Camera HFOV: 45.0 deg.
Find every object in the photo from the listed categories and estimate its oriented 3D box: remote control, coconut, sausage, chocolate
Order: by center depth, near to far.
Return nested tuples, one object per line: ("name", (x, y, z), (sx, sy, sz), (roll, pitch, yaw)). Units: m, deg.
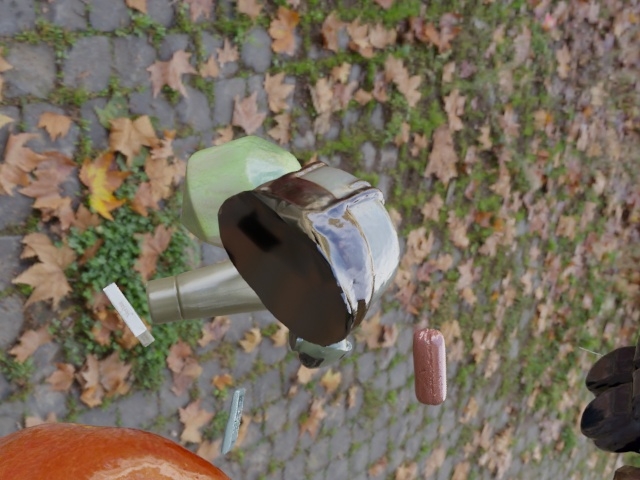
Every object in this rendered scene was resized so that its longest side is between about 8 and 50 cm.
("chocolate", (0.000, 0.000, 1.162), (0.186, 0.283, 0.283), (-41, 131, -27))
("sausage", (0.207, 0.239, 1.463), (0.062, 0.062, 0.154), (-25, 118, -42))
("coconut", (-0.198, -0.102, 1.880), (0.328, 0.328, 0.281), (-24, 98, -43))
("remote control", (-0.221, 0.454, 1.945), (0.061, 0.029, 0.162), (32, 68, -80))

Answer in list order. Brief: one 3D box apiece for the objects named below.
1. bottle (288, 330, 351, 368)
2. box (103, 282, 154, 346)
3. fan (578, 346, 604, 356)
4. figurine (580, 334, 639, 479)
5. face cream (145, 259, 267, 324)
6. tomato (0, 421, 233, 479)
("bottle", (-0.006, 0.171, 2.038), (0.168, 0.168, 0.347), (45, 33, -48))
("box", (-0.304, 0.122, 1.236), (0.024, 0.090, 0.167), (-35, 174, -14))
("fan", (0.639, 0.252, 1.423), (0.191, 0.329, 0.009), (-5, 114, -76))
("figurine", (0.365, 0.213, 0.594), (0.332, 0.204, 0.185), (57, 33, -8))
("face cream", (-0.147, 0.084, 1.433), (0.341, 0.084, 0.137), (-10, 93, -5))
("tomato", (-0.205, 0.330, 0.673), (0.273, 0.341, 0.341), (-65, 148, -52))
